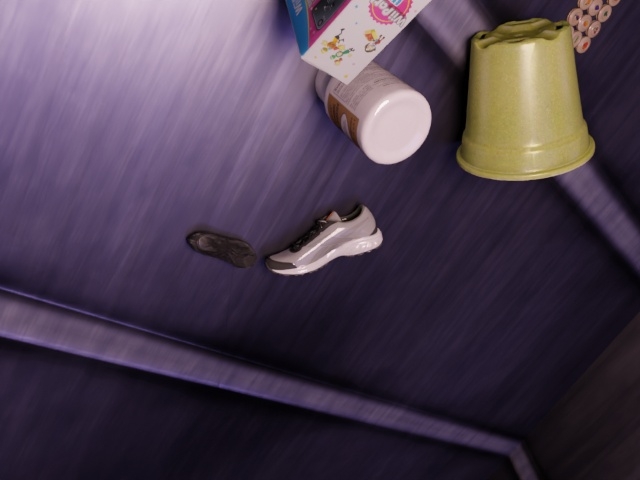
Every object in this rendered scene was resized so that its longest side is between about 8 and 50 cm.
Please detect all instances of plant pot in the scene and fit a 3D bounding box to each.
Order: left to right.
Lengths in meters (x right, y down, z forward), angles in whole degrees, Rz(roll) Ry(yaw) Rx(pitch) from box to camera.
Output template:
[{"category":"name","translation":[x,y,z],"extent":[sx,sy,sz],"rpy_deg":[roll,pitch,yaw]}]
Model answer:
[{"category":"plant pot","translation":[0.405,-0.296,1.087],"extent":[0.276,0.276,0.254],"rpy_deg":[-21,120,-13]}]

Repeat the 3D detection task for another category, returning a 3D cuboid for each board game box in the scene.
[{"category":"board game box","translation":[0.082,-0.410,0.757],"extent":[0.097,0.224,0.303],"rpy_deg":[18,135,-38]}]

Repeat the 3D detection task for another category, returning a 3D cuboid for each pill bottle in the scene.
[{"category":"pill bottle","translation":[0.080,-0.241,0.945],"extent":[0.131,0.229,0.131],"rpy_deg":[-15,131,-18]}]

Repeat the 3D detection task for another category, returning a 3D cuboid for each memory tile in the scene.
[{"category":"memory tile","translation":[0.590,-0.493,1.179],"extent":[0.113,0.012,0.148],"rpy_deg":[11,119,-34]}]

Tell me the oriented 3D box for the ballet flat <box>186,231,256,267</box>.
[{"category":"ballet flat","translation":[-0.201,0.016,1.133],"extent":[0.173,0.049,0.058],"rpy_deg":[26,82,-45]}]

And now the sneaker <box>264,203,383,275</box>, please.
[{"category":"sneaker","translation":[0.000,0.000,1.200],"extent":[0.271,0.100,0.108],"rpy_deg":[-21,108,-9]}]
